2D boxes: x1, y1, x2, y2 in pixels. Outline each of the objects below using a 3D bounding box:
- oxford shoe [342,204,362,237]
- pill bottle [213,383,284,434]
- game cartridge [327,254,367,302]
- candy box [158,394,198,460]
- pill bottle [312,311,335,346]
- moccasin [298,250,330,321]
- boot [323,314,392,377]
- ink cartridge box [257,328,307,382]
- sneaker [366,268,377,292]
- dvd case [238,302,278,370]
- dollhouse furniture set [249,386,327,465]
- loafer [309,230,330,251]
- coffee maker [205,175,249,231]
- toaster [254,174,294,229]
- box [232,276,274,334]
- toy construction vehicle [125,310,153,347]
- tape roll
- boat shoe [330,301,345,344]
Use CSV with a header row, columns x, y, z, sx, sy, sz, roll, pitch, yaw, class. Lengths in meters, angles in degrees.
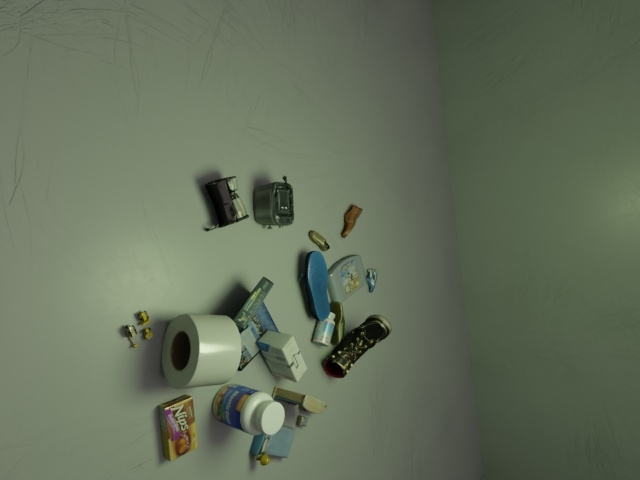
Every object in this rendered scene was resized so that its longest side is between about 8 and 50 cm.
x,y,z,sx,sy,sz,roll,pitch,yaw,class
0.157,-0.105,2.235,0.076,0.076,0.212,30,63,-9,oxford shoe
-0.268,0.640,1.525,0.152,0.272,0.152,6,81,-48,pill bottle
0.141,0.197,2.188,0.297,0.062,0.198,-29,112,-45,game cartridge
-0.502,0.658,1.429,0.109,0.053,0.186,-6,92,-48,candy box
0.022,0.437,2.005,0.087,0.087,0.160,38,60,-39,pill bottle
-0.042,0.219,1.940,0.138,0.117,0.342,-6,96,-36,moccasin
0.176,0.527,1.997,0.138,0.377,0.284,49,54,2,boot
-0.162,0.493,1.730,0.086,0.148,0.203,-47,130,-41,ink cartridge box
0.297,0.233,2.361,0.053,0.059,0.144,-39,137,-77,sneaker
-0.295,0.396,1.706,0.253,0.022,0.180,-43,118,-42,dvd case
-0.105,0.830,1.746,0.286,0.198,0.303,38,60,-39,dollhouse furniture set
0.000,0.000,2.048,0.148,0.050,0.056,45,55,-36,loafer
-0.384,-0.149,1.584,0.171,0.120,0.178,-32,109,-44,coffee maker
-0.205,-0.163,1.763,0.129,0.146,0.227,-3,89,-49,toaster
-0.286,0.274,1.594,0.059,0.183,0.232,35,50,-5,box
-0.612,0.298,1.359,0.086,0.035,0.098,-40,118,-55,toy construction vehicle
-0.415,0.382,1.407,0.169,0.246,0.246,16,75,-46,tape roll
0.089,0.422,2.093,0.073,0.080,0.223,-5,97,-57,boat shoe
